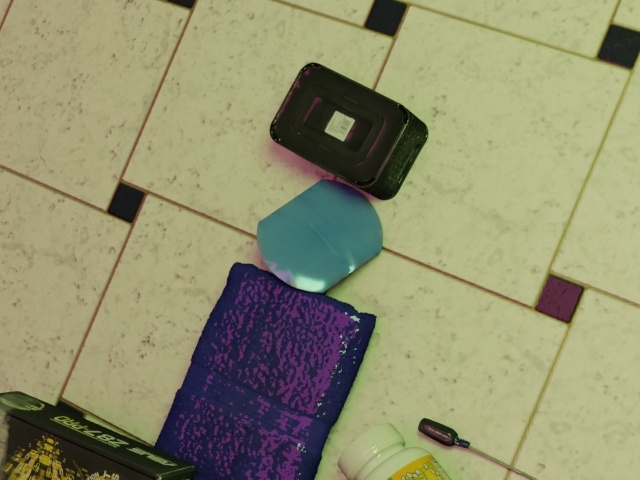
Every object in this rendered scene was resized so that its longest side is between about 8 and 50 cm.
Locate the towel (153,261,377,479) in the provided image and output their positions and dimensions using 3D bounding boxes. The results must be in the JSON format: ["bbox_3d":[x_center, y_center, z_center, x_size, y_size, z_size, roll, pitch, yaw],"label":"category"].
[{"bbox_3d":[-0.074,0.203,1.724,0.228,0.076,0.308,22,89,21],"label":"towel"}]

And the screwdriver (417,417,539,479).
[{"bbox_3d":[0.200,0.263,1.618,0.170,0.024,0.025,20,59,20],"label":"screwdriver"}]

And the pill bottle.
[{"bbox_3d":[0.116,0.330,1.583,0.117,0.117,0.208,-44,66,10],"label":"pill bottle"}]

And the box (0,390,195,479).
[{"bbox_3d":[-0.359,0.439,1.747,0.318,0.097,0.394,19,99,28],"label":"box"}]

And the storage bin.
[{"bbox_3d":[0.038,-0.147,1.735,0.180,0.084,0.122,30,92,27],"label":"storage bin"}]

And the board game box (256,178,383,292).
[{"bbox_3d":[0.000,0.000,1.732,0.169,0.033,0.133,-35,72,-17],"label":"board game box"}]
